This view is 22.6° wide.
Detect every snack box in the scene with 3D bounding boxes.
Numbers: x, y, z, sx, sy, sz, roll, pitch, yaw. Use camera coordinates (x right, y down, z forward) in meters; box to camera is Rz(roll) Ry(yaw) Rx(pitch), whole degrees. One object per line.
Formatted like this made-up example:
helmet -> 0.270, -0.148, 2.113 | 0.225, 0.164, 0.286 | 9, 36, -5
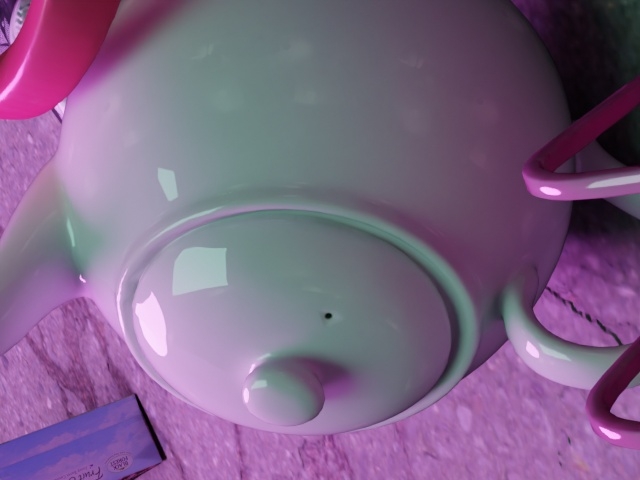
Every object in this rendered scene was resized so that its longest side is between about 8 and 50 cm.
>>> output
snack box -> -0.250, 0.209, 1.358 | 0.207, 0.175, 0.070 | -36, 75, 61

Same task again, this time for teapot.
teapot -> 0.000, 0.000, 0.705 | 0.256, 0.252, 0.187 | -37, 32, 35

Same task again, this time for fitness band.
fitness band -> -0.152, -0.166, 0.724 | 0.291, 0.054, 0.209 | 32, 109, 56

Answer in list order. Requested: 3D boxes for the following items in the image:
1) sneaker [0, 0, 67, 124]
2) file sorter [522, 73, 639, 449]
sneaker -> -0.184, -0.150, 1.086 | 0.268, 0.101, 0.153 | 65, 152, 17
file sorter -> 0.160, -0.053, 0.424 | 0.202, 0.182, 0.290 | -7, 109, 42
